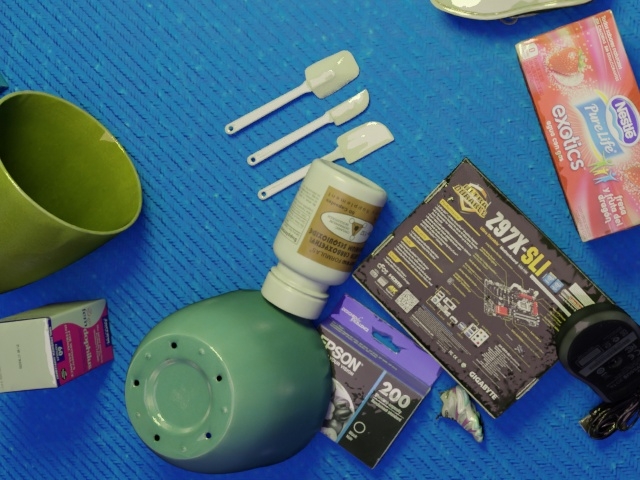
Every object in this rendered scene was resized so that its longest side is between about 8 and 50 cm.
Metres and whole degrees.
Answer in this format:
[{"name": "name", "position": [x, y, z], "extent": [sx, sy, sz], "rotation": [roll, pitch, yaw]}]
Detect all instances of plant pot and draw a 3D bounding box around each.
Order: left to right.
[{"name": "plant pot", "position": [-0.485, -0.043, 1.623], "extent": [0.293, 0.275, 0.275], "rotation": [-39, 86, 29]}, {"name": "plant pot", "position": [-0.159, 0.224, 1.543], "extent": [0.293, 0.235, 0.293], "rotation": [0, 89, 21]}]

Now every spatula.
[{"name": "spatula", "position": [-0.025, -0.181, 1.620], "extent": [0.242, 0.019, 0.168], "rotation": [-27, 95, 14]}]

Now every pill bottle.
[{"name": "pill bottle", "position": [0.000, 0.000, 1.570], "extent": [0.131, 0.131, 0.229], "rotation": [27, 100, 8]}]

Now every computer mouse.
[{"name": "computer mouse", "position": [0.422, 0.173, 1.482], "extent": [0.188, 0.072, 0.272], "rotation": [-36, 129, 10]}]

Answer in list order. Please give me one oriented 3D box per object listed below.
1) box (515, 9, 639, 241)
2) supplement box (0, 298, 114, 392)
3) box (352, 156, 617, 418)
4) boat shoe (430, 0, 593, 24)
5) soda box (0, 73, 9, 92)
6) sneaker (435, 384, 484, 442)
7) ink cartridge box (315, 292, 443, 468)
[{"name": "box", "position": [0.398, -0.162, 1.465], "extent": [0.142, 0.154, 0.300], "rotation": [-19, 90, 12]}, {"name": "supplement box", "position": [-0.434, 0.166, 1.630], "extent": [0.114, 0.220, 0.111], "rotation": [-7, 94, 11]}, {"name": "box", "position": [0.249, 0.073, 1.554], "extent": [0.322, 0.079, 0.257], "rotation": [45, 100, 5]}, {"name": "boat shoe", "position": [0.291, -0.376, 1.504], "extent": [0.254, 0.079, 0.095], "rotation": [-7, 91, 10]}, {"name": "soda box", "position": [-0.623, -0.328, 1.700], "extent": [0.067, 0.071, 0.210], "rotation": [-36, 87, 12]}, {"name": "sneaker", "position": [0.217, 0.281, 1.602], "extent": [0.069, 0.038, 0.098], "rotation": [-21, 87, 19]}, {"name": "ink cartridge box", "position": [0.061, 0.227, 1.622], "extent": [0.206, 0.045, 0.208], "rotation": [34, 100, 8]}]
